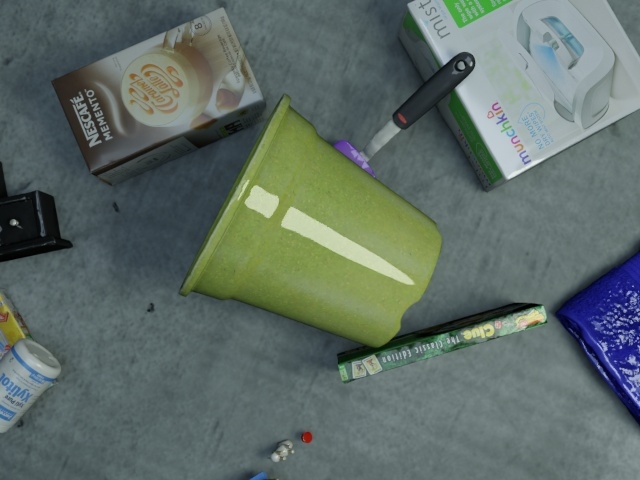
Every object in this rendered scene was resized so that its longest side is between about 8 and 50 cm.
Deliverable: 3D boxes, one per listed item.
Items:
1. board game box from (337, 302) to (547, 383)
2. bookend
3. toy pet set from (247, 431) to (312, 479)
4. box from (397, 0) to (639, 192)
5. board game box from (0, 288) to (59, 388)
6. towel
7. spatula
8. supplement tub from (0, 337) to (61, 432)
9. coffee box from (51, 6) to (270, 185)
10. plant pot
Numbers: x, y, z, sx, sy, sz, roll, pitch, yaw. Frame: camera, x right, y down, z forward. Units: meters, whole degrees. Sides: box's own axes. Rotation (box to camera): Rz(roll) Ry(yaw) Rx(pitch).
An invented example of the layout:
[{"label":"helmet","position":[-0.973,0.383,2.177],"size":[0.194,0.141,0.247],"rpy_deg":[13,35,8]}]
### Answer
[{"label":"board game box","position":[0.148,0.128,0.989],"size":[0.260,0.136,0.030],"rpy_deg":[-16,89,0]},{"label":"bookend","position":[-0.437,-0.052,1.044],"size":[0.157,0.072,0.156],"rpy_deg":[-11,85,0]},{"label":"toy pet set","position":[-0.046,0.336,1.026],"size":[0.114,0.065,0.122],"rpy_deg":[-24,88,-36]},{"label":"box","position":[0.266,-0.235,1.021],"size":[0.231,0.127,0.262],"rpy_deg":[-28,87,-3]},{"label":"board game box","position":[-0.443,0.158,1.051],"size":[0.103,0.026,0.154],"rpy_deg":[-32,86,-1]},{"label":"towel","position":[0.501,0.095,1.014],"size":[0.308,0.076,0.227],"rpy_deg":[-38,87,-2]},{"label":"spatula","position":[0.088,-0.139,1.002],"size":[0.296,0.030,0.084],"rpy_deg":[-40,86,33]},{"label":"supplement tub","position":[-0.398,0.187,0.998],"size":[0.071,0.071,0.107],"rpy_deg":[40,87,4]},{"label":"coffee box","position":[-0.210,-0.190,1.037],"size":[0.246,0.098,0.141],"rpy_deg":[-24,85,-1]},{"label":"plant pot","position":[0.000,0.000,0.956],"size":[0.254,0.276,0.276],"rpy_deg":[28,87,-8]}]
